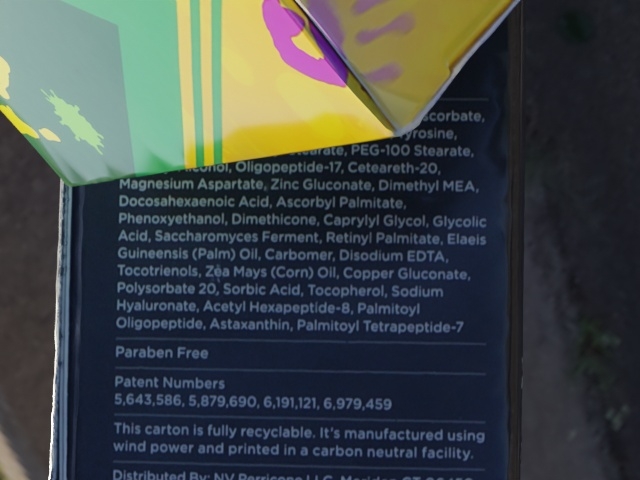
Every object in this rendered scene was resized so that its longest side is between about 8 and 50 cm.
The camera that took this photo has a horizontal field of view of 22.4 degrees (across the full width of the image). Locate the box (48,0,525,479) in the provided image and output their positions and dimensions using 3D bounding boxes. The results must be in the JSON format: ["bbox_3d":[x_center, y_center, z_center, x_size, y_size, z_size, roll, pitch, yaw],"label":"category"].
[{"bbox_3d":[0.000,0.000,1.193,0.297,0.472,0.480,-1,177,5],"label":"box"}]

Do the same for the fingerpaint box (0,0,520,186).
[{"bbox_3d":[0.039,-0.239,0.736,0.163,0.445,0.371,49,161,-17],"label":"fingerpaint box"}]
